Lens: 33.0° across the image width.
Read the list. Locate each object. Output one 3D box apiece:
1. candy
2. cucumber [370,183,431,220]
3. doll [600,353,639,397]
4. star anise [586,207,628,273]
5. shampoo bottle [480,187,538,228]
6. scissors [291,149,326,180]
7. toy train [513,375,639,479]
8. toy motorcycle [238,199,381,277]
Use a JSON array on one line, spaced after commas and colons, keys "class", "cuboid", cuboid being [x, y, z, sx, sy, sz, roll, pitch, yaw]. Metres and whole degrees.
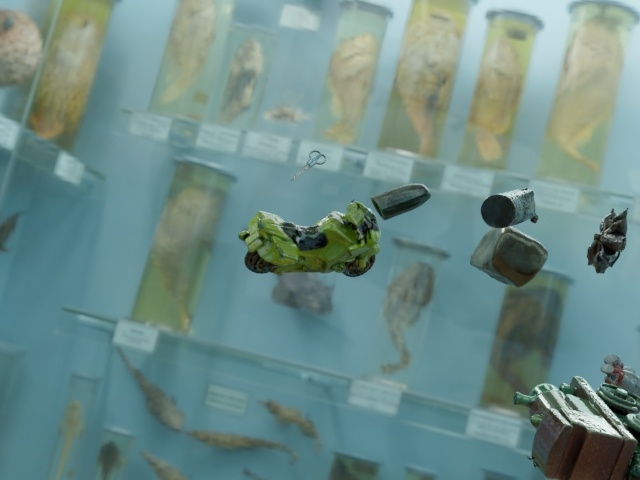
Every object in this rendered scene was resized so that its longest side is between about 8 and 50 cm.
[{"class": "candy", "cuboid": [0.377, 0.031, 2.186, 0.104, 0.102, 0.234, 30, 0, -2]}, {"class": "cucumber", "cuboid": [0.143, -0.070, 1.859, 0.105, 0.048, 0.048, -20, -5, -8]}, {"class": "doll", "cuboid": [0.669, 0.312, 2.391, 0.079, 0.094, 0.180, -2, -37, 44]}, {"class": "star anise", "cuboid": [0.499, 0.000, 1.854, 0.056, 0.124, 0.129, 22, 6, -1]}, {"class": "shampoo bottle", "cuboid": [0.320, -0.051, 1.786, 0.057, 0.063, 0.207, -10, 1, 25]}, {"class": "scissors", "cuboid": [-0.025, -0.137, 2.016, 0.036, 0.083, 0.006, 38, -21, 20]}, {"class": "toy train", "cuboid": [0.457, 0.329, 1.851, 0.221, 0.150, 0.304, 15, 12, -10]}, {"class": "toy motorcycle", "cuboid": [0.001, 0.002, 2.349, 0.342, 0.206, 0.142, 2, 33, -32]}]
